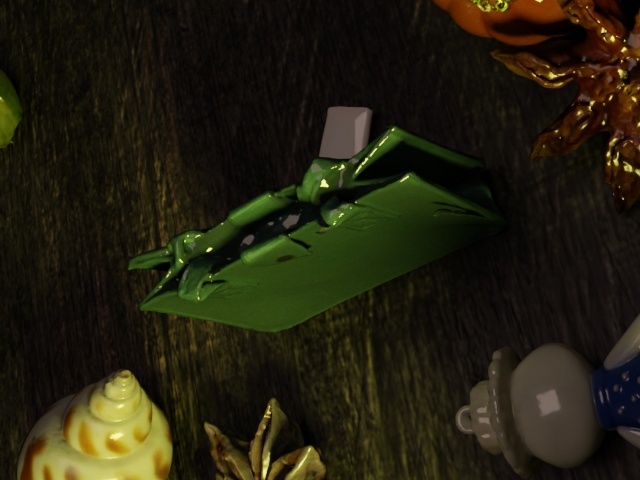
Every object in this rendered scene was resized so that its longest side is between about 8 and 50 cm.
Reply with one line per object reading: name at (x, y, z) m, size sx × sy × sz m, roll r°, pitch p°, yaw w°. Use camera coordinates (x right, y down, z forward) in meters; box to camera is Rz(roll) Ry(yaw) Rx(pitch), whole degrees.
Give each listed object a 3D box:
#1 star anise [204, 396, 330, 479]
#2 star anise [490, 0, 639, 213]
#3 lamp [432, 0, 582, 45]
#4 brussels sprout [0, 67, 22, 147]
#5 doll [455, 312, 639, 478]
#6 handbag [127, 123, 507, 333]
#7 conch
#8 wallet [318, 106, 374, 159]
star anise at (-0.042, 0.280, 1.084) m, size 0.262 × 0.081 × 0.230 m, roll -3°, pitch 77°, yaw 47°
star anise at (0.283, -0.148, 0.894) m, size 0.288 × 0.088 × 0.288 m, roll 10°, pitch 121°, yaw 17°
lamp at (0.189, -0.295, 0.984) m, size 0.223 × 0.196 × 0.223 m, roll 19°, pitch 127°, yaw 27°
brussels sprout at (-0.523, -0.195, 1.514) m, size 0.183 × 0.145 × 0.131 m, roll -9°, pitch 47°, yaw 28°
doll at (0.253, 0.135, 0.894) m, size 0.293 × 0.119 × 0.138 m, roll -15°, pitch 87°, yaw 27°
handbag at (0.001, 0.001, 1.025) m, size 0.327 × 0.238 × 0.089 m, roll -24°, pitch 71°, yaw 29°
conch at (-0.262, 0.244, 1.209) m, size 0.275 × 0.149 × 0.182 m, roll -48°, pitch 61°, yaw 20°
wallet at (0.024, -0.088, 1.159) m, size 0.061 × 0.025 × 0.122 m, roll 6°, pitch 82°, yaw 38°
